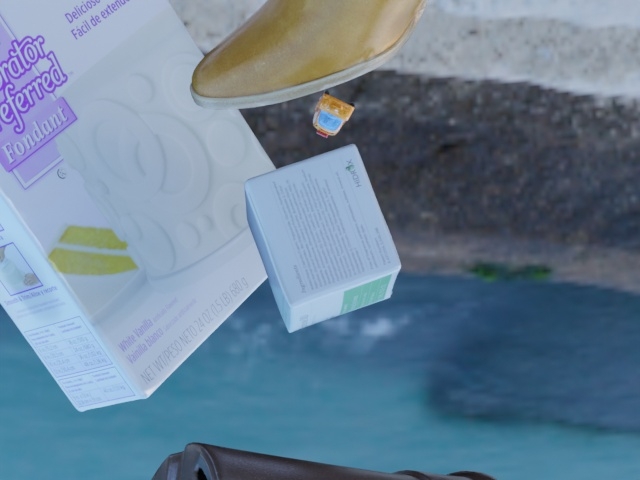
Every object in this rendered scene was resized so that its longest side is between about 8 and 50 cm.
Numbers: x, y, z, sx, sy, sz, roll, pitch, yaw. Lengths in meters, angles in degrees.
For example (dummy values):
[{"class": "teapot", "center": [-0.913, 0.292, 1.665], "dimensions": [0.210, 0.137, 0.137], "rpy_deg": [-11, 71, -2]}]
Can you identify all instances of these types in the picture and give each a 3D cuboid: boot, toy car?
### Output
[{"class": "boot", "center": [0.017, -0.217, 0.911], "dimensions": [0.295, 0.104, 0.211], "rpy_deg": [-24, 119, 9]}, {"class": "toy car", "center": [-0.022, -0.137, 1.523], "dimensions": [0.122, 0.040, 0.060], "rpy_deg": [26, 175, -23]}]

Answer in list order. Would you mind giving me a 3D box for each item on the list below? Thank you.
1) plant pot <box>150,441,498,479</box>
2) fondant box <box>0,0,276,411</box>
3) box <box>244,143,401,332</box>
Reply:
[{"class": "plant pot", "center": [-0.006, 0.180, 0.783], "dimensions": [0.165, 0.167, 0.167], "rpy_deg": [17, 146, -24]}, {"class": "fondant box", "center": [-0.181, -0.068, 1.234], "dimensions": [0.096, 0.238, 0.330], "rpy_deg": [-17, 112, 47]}, {"class": "box", "center": [0.000, 0.000, 1.141], "dimensions": [0.087, 0.102, 0.101], "rpy_deg": [-18, 167, -6]}]
